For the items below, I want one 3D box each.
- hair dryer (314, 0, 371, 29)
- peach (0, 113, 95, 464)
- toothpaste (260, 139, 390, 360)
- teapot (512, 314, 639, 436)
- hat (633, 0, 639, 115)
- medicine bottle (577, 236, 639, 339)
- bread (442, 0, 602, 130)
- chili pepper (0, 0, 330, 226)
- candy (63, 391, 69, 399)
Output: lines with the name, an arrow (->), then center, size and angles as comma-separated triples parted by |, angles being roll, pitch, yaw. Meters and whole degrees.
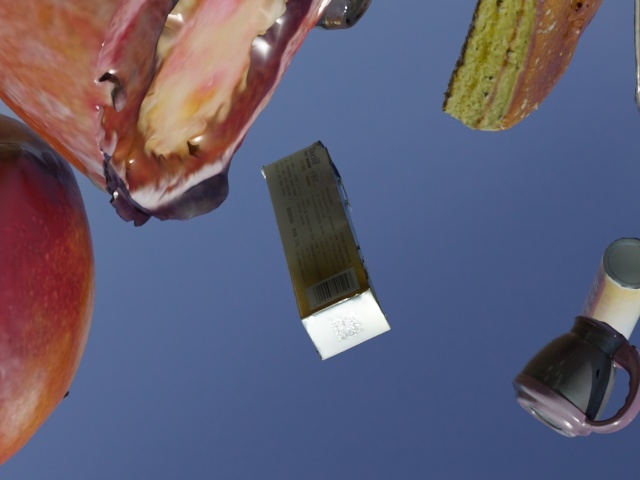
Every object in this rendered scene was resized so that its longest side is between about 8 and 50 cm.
hair dryer -> -0.123, -0.206, 1.524 | 0.120, 0.304, 0.359 | -20, 133, -65
peach -> -0.325, 0.037, 1.188 | 0.332, 0.308, 0.308 | -58, -167, 32
toothpaste -> 0.000, 0.000, 1.558 | 0.089, 0.071, 0.313 | -26, -145, 7
teapot -> 0.326, 0.166, 1.750 | 0.146, 0.116, 0.148 | -54, -162, -8
hat -> 0.266, -0.232, 1.127 | 0.214, 0.244, 0.149 | -15, -142, -40
medicine bottle -> 0.468, 0.141, 2.323 | 0.108, 0.108, 0.426 | -58, 166, -29
bread -> 0.253, -0.259, 1.688 | 0.184, 0.110, 0.234 | -44, 159, -40
chili pepper -> -0.161, -0.165, 0.765 | 0.229, 0.305, 0.251 | -66, 171, 17
candy -> -0.379, 0.192, 1.477 | 0.143, 0.101, 0.271 | -22, -176, -38
